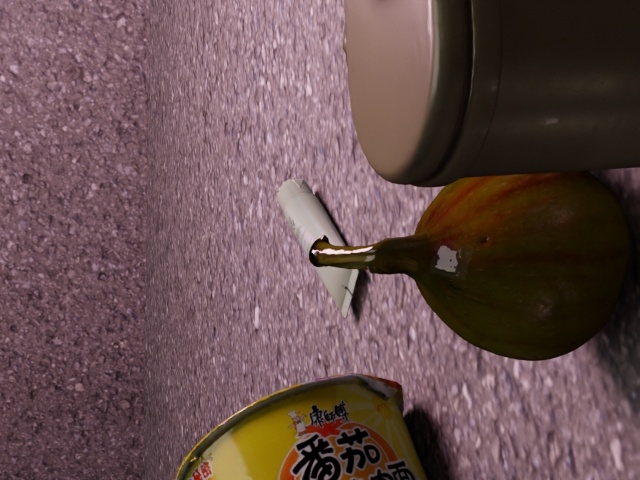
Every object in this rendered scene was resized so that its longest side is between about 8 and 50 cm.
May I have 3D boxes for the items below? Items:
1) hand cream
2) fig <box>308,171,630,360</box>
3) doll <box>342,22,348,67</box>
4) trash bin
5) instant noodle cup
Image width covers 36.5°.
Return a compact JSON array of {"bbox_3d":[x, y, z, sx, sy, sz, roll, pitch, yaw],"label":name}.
[{"bbox_3d":[0.000,0.000,1.201,0.205,0.049,0.078,-120,35,-43],"label":"hand cream"},{"bbox_3d":[0.119,0.002,0.667,0.148,0.186,0.142,50,123,48],"label":"fig"},{"bbox_3d":[0.109,-0.204,0.694,0.261,0.161,0.177,107,154,-50],"label":"doll"},{"bbox_3d":[0.141,-0.152,0.482,0.121,0.247,0.243,175,91,-71],"label":"trash bin"},{"bbox_3d":[0.005,0.288,0.952,0.264,0.264,0.200,107,145,-45],"label":"instant noodle cup"}]
